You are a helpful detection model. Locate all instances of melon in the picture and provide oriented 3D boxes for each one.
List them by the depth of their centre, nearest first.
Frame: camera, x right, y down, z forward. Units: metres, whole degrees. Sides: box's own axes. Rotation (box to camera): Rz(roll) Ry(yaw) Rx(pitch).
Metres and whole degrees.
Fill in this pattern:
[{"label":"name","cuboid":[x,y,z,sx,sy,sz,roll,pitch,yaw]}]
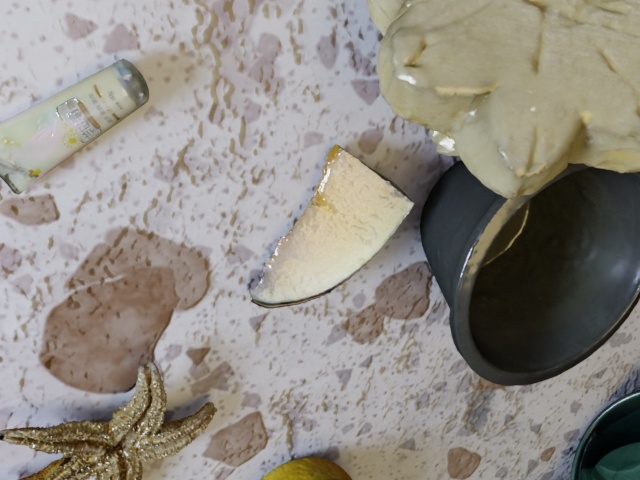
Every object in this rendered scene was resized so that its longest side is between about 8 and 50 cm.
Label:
[{"label":"melon","cuboid":[0.007,0.001,0.713,0.098,0.054,0.182,26,102,-29]}]

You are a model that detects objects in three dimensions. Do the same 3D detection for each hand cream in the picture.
[{"label":"hand cream","cuboid":[-0.206,-0.096,0.562,0.143,0.039,0.061,-33,128,-1]}]

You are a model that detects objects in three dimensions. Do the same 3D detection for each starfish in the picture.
[{"label":"starfish","cuboid":[-0.221,0.219,0.719,0.227,0.043,0.240,2,118,-26]}]

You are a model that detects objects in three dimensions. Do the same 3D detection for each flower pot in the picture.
[{"label":"flower pot","cuboid":[0.214,0.004,0.751,0.269,0.166,0.269,-11,117,-21]}]

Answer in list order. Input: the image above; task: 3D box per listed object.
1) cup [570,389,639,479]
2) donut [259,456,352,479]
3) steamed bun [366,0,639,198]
[{"label":"cup","cuboid":[0.615,0.464,1.094,0.392,0.310,0.401,27,67,-39]},{"label":"donut","cuboid":[-0.024,0.350,0.874,0.174,0.074,0.190,-36,131,-7]},{"label":"steamed bun","cuboid":[0.176,-0.161,0.595,0.295,0.137,0.292,5,71,-3]}]
